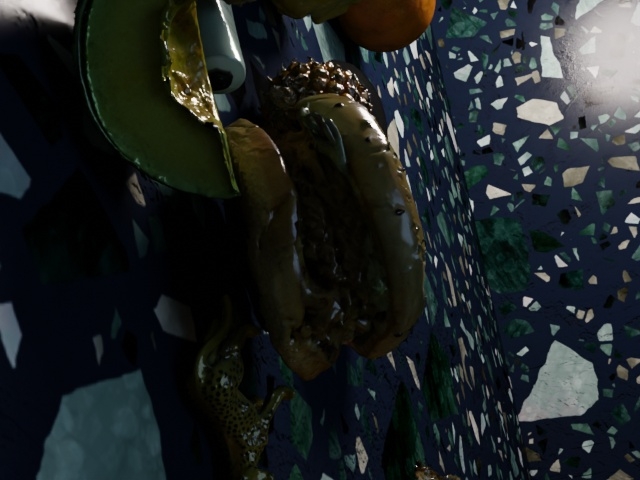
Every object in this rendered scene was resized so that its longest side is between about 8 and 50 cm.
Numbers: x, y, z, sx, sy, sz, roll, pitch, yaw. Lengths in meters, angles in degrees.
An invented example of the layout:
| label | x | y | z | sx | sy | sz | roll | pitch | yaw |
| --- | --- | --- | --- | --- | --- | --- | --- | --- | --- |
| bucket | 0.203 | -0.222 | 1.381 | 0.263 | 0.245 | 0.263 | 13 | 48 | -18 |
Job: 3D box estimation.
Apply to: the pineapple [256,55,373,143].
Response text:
| label | x | y | z | sx | sy | sz | roll | pitch | yaw |
| --- | --- | --- | --- | --- | --- | --- | --- | --- | --- |
| pineapple | -0.027 | -0.190 | 1.166 | 0.137 | 0.161 | 0.176 | 21 | 42 | -55 |

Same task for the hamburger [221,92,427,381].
| label | x | y | z | sx | sy | sz | roll | pitch | yaw |
| --- | --- | --- | --- | --- | --- | --- | --- | --- | --- |
| hamburger | 0.000 | 0.000 | 0.930 | 0.277 | 0.195 | 0.318 | -152 | -132 | -75 |

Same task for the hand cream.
| label | x | y | z | sx | sy | sz | roll | pitch | yaw |
| --- | --- | --- | --- | --- | --- | --- | --- | --- | --- |
| hand cream | -0.150 | -0.326 | 1.085 | 0.109 | 0.067 | 0.320 | 47 | 27 | -54 |

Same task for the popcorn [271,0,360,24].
| label | x | y | z | sx | sy | sz | roll | pitch | yaw |
| --- | --- | --- | --- | --- | --- | --- | --- | --- | --- |
| popcorn | 0.006 | -0.511 | 1.362 | 0.235 | 0.242 | 0.250 | 18 | 57 | -65 |

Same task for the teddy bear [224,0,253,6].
| label | x | y | z | sx | sy | sz | roll | pitch | yaw |
| --- | --- | --- | --- | --- | --- | --- | --- | --- | --- |
| teddy bear | -0.112 | -0.413 | 0.998 | 0.267 | 0.156 | 0.256 | -17 | 106 | -45 |

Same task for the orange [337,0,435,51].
| label | x | y | z | sx | sy | sz | roll | pitch | yaw |
| --- | --- | --- | --- | --- | --- | --- | --- | --- | --- |
| orange | 0.139 | -0.557 | 1.807 | 0.284 | 0.226 | 0.284 | -8 | 90 | -75 |

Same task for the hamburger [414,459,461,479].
| label | x | y | z | sx | sy | sz | roll | pitch | yaw |
| --- | --- | --- | --- | --- | --- | --- | --- | --- | --- |
| hamburger | 0.097 | 0.433 | 0.887 | 0.268 | 0.287 | 0.445 | 59 | 4 | 26 |

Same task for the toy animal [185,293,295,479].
| label | x | y | z | sx | sy | sz | roll | pitch | yaw |
| --- | --- | --- | --- | --- | --- | --- | --- | --- | --- |
| toy animal | -0.092 | 0.163 | 0.853 | 0.136 | 0.073 | 0.181 | -65 | 142 | -51 |

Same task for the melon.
| label | x | y | z | sx | sy | sz | roll | pitch | yaw |
| --- | --- | --- | --- | --- | --- | --- | --- | --- | --- |
| melon | -0.166 | -0.169 | 0.808 | 0.169 | 0.129 | 0.265 | -129 | -153 | -74 |

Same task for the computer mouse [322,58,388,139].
| label | x | y | z | sx | sy | sz | roll | pitch | yaw |
| --- | --- | --- | --- | --- | --- | --- | --- | --- | --- |
| computer mouse | 0.056 | -0.191 | 1.473 | 0.183 | 0.116 | 0.323 | 44 | 37 | -50 |
